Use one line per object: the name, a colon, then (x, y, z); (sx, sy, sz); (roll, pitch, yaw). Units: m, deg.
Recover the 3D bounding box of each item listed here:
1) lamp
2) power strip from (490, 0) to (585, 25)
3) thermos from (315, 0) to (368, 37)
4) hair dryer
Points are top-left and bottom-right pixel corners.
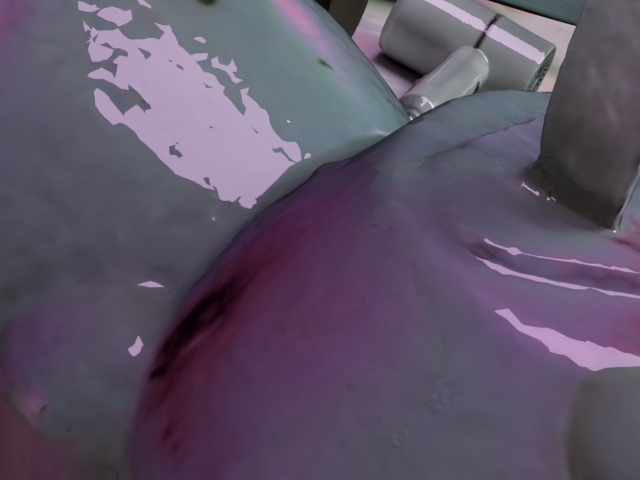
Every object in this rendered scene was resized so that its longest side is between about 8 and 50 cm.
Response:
lamp: (0.014, 0.010, 0.457); (0.301, 0.247, 0.247); (34, 30, 28)
power strip: (0.063, -0.172, 1.037); (0.253, 0.054, 0.168); (10, 11, -45)
thermos: (-0.091, -0.138, 0.835); (0.193, 0.105, 0.137); (34, 56, 26)
hair dryer: (0.058, -0.081, 0.925); (0.082, 0.047, 0.137); (29, 32, 9)
